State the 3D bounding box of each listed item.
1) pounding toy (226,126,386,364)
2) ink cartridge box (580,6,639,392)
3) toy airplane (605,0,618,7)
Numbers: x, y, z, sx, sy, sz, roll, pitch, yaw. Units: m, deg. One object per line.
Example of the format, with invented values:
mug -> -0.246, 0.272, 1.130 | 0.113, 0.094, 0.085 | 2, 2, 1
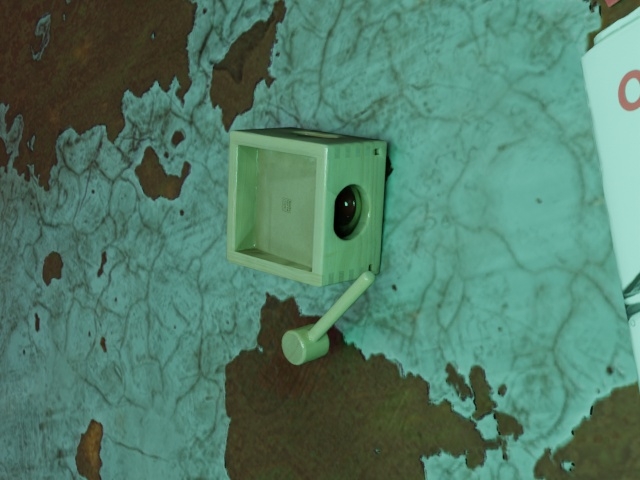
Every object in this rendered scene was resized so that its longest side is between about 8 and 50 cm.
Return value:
pounding toy -> 0.007, 0.007, 0.944 | 0.181, 0.094, 0.206 | 13, 106, 42
ink cartridge box -> 0.308, 0.035, 0.507 | 0.285, 0.166, 0.395 | 151, 114, -62
toy airplane -> 0.252, -0.173, 0.734 | 0.151, 0.028, 0.151 | -1, 88, 50
